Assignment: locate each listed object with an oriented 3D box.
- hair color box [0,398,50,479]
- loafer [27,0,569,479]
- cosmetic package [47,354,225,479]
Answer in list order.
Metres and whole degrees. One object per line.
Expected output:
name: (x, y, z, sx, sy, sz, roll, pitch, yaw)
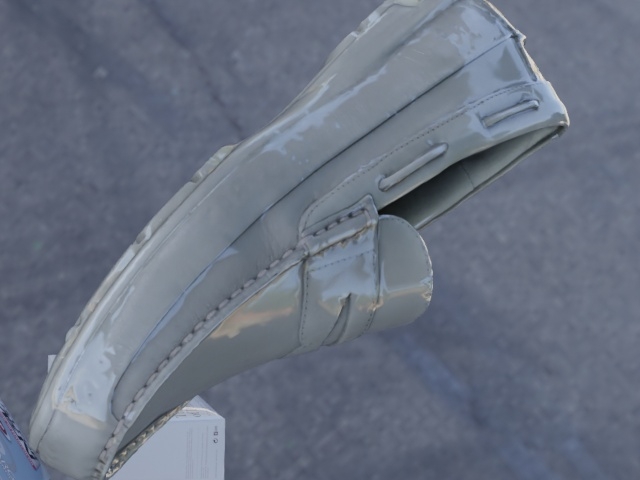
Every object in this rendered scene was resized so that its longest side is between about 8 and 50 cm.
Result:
hair color box: (-0.305, 0.197, 1.263, 0.114, 0.185, 0.374, 58, -1, -4)
loafer: (0.000, 0.000, 0.830, 0.111, 0.112, 0.319, 41, 61, 6)
cosmetic package: (-0.159, 0.146, 1.553, 0.098, 0.060, 0.239, -3, 11, -20)
